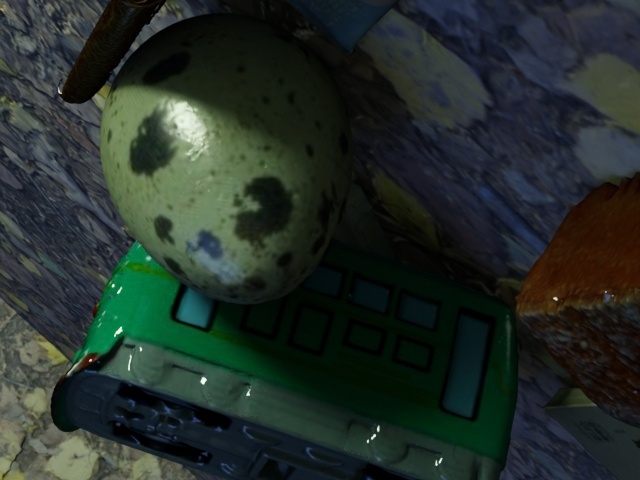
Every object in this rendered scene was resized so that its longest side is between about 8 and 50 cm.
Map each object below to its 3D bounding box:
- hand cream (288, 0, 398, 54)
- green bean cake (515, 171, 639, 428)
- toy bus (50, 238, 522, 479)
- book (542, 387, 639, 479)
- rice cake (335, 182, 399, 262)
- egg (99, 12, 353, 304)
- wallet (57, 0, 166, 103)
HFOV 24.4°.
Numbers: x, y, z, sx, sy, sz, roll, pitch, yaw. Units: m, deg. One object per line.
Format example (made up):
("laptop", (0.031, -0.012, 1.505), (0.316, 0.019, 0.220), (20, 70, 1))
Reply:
("hand cream", (0.014, -0.170, 0.840), (0.111, 0.070, 0.312), (41, 166, -8))
("green bean cake", (0.216, 0.036, 0.854), (0.198, 0.097, 0.232), (48, 160, -25))
("toy bus", (-0.018, 0.097, 1.163), (0.343, 0.199, 0.183), (19, 155, -6))
("book", (0.313, 0.180, 1.106), (0.215, 0.025, 0.282), (43, 160, -9))
("rice cake", (0.000, 0.000, 1.291), (0.189, 0.037, 0.198), (21, 153, 45))
("egg", (-0.063, -0.054, 1.028), (0.177, 0.177, 0.228), (64, -170, -50))
("wallet", (-0.115, -0.172, 0.985), (0.039, 0.133, 0.243), (30, 163, -12))
